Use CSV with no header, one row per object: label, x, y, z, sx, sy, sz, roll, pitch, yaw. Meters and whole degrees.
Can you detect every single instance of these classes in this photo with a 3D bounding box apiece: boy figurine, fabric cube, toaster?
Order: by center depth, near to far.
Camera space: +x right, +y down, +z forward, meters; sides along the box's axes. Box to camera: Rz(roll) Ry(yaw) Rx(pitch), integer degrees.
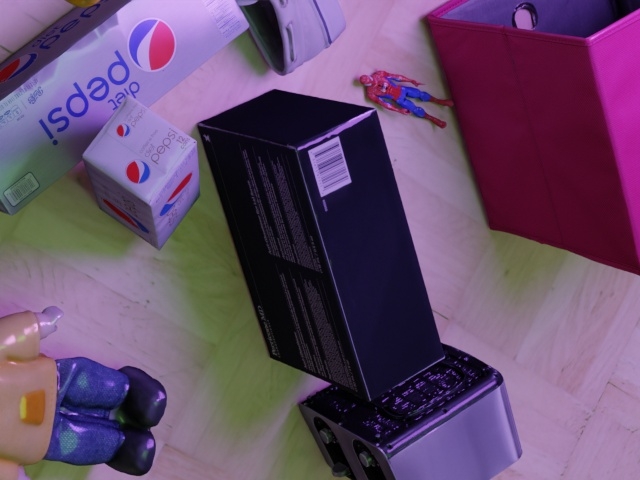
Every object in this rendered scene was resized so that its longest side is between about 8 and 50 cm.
boy figurine,-0.274,0.142,1.555,0.285,0.092,0.177,14,92,-45
toaster,0.098,0.183,1.778,0.186,0.168,0.110,-31,118,-23
fabric cube,0.307,-0.154,1.788,0.254,0.259,0.258,-31,117,-25

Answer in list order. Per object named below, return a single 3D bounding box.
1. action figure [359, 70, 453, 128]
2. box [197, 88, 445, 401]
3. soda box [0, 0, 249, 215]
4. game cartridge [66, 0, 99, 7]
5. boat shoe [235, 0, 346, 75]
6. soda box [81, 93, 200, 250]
action figure,0.086,-0.147,1.783,0.115,0.030,0.038,18,95,-32
box,0.000,0.000,1.664,0.103,0.184,0.261,-28,114,-28
soda box,-0.207,-0.147,1.551,0.286,0.098,0.091,-41,117,-20
game cartridge,-0.264,-0.347,1.351,0.285,0.323,0.052,30,125,-19
boat shoe,-0.063,-0.255,1.603,0.088,0.096,0.267,-47,145,-13
soda box,-0.154,-0.056,1.534,0.074,0.216,0.069,35,79,4
